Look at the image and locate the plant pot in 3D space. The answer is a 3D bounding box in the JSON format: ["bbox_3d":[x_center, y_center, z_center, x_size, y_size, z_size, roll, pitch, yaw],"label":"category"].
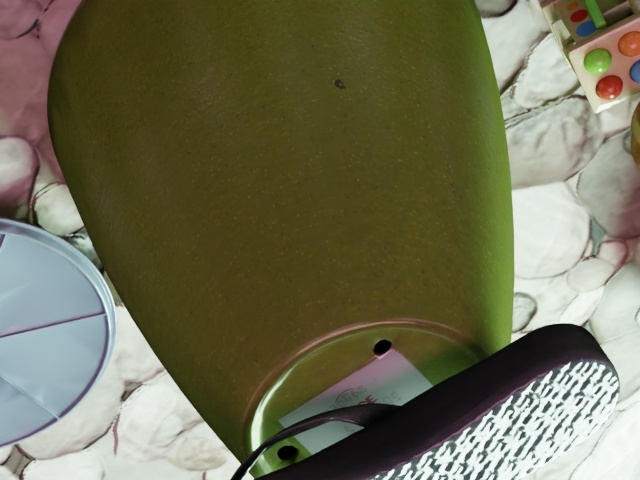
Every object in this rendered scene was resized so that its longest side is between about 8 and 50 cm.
[{"bbox_3d":[0.000,0.000,1.032,0.275,0.293,0.274,-8,129,-9],"label":"plant pot"}]

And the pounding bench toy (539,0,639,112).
[{"bbox_3d":[0.168,-0.130,1.121,0.052,0.065,0.083,-26,130,7],"label":"pounding bench toy"}]

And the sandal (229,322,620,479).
[{"bbox_3d":[0.025,0.114,0.912,0.254,0.054,0.097,-26,138,-6],"label":"sandal"}]

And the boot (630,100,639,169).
[{"bbox_3d":[0.265,0.004,1.220,0.283,0.109,0.220,-1,138,-41],"label":"boot"}]

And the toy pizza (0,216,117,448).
[{"bbox_3d":[-0.232,0.059,1.190,0.201,0.032,0.201,-8,130,-10],"label":"toy pizza"}]
